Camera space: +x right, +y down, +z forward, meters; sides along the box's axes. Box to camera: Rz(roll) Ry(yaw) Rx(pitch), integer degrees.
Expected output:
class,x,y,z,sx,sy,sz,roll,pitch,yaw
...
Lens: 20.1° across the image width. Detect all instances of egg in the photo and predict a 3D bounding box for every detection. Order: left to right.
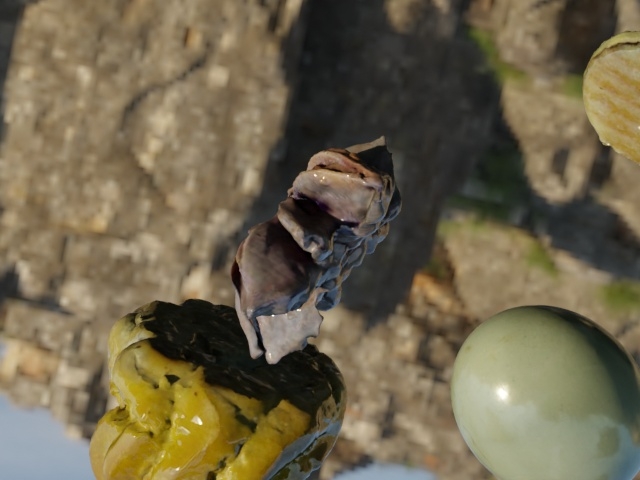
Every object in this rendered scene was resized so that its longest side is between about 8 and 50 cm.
class,x,y,z,sx,sy,sz,roll,pitch,yaw
egg,0.190,0.135,1.477,0.192,0.149,0.149,40,170,-34

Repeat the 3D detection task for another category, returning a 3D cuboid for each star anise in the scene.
class,x,y,z,sx,sy,sz,roll,pitch,yaw
star anise,0.000,0.000,1.472,0.093,0.236,0.229,39,-130,7

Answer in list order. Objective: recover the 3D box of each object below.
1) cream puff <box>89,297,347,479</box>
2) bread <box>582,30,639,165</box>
class,x,y,z,sx,sy,sz,roll,pitch,yaw
cream puff,-0.139,0.234,2.199,0.291,0.257,0.324,18,-163,-15
bread,0.338,-0.093,1.308,0.286,0.207,0.056,35,-140,10
